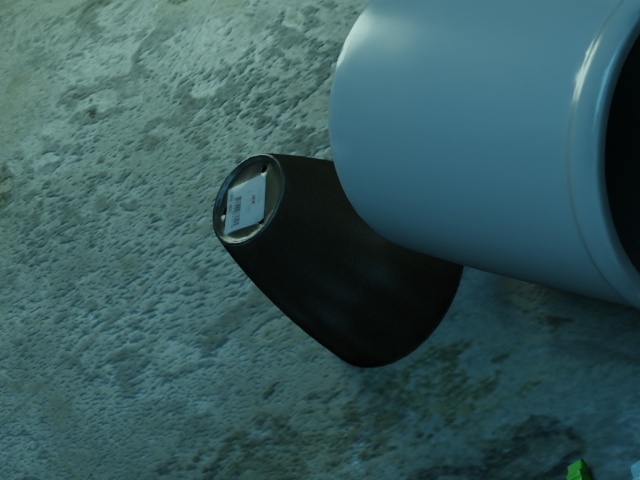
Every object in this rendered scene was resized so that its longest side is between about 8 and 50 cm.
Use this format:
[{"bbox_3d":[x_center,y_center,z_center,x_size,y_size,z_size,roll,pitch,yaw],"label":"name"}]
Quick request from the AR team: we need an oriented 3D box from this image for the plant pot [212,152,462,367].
[{"bbox_3d":[0.000,0.000,2.048,0.215,0.230,0.215,-25,52,37],"label":"plant pot"}]

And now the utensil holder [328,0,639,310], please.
[{"bbox_3d":[0.237,-0.108,1.787,0.385,0.328,0.327,12,77,51],"label":"utensil holder"}]

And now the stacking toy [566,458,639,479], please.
[{"bbox_3d":[0.308,0.256,1.709,0.167,0.052,0.221,-36,45,27],"label":"stacking toy"}]
